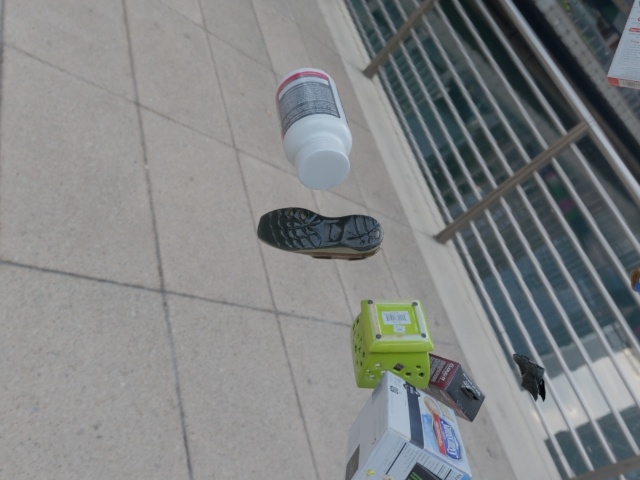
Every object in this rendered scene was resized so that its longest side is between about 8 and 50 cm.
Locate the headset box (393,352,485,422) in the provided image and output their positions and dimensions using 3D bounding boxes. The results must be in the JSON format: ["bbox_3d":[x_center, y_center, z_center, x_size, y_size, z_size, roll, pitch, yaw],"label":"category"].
[{"bbox_3d":[0.401,0.484,1.903,0.110,0.293,0.218,-53,124,-20],"label":"headset box"}]

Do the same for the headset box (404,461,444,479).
[{"bbox_3d":[0.197,0.537,0.892,0.246,0.283,0.131,41,-11,-20],"label":"headset box"}]

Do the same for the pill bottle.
[{"bbox_3d":[-0.016,-0.285,1.442,0.176,0.176,0.319,29,35,-38],"label":"pill bottle"}]

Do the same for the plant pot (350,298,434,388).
[{"bbox_3d":[0.219,0.303,1.718,0.228,0.207,0.227,0,42,-5],"label":"plant pot"}]

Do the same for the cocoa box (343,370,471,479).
[{"bbox_3d":[0.212,0.543,1.442,0.227,0.232,0.347,30,11,1],"label":"cocoa box"}]

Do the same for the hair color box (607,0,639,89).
[{"bbox_3d":[0.606,-0.366,1.033,0.093,0.167,0.053,22,6,31],"label":"hair color box"}]

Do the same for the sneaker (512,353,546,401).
[{"bbox_3d":[0.613,0.403,1.659,0.051,0.089,0.170,8,7,-13],"label":"sneaker"}]

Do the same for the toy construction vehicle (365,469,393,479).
[{"bbox_3d":[0.118,0.509,1.101,0.035,0.086,0.098,-2,84,-24],"label":"toy construction vehicle"}]

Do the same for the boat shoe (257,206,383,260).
[{"bbox_3d":[0.000,0.000,1.435,0.120,0.323,0.123,73,27,-62],"label":"boat shoe"}]

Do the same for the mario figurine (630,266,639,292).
[{"bbox_3d":[1.015,0.133,1.531,0.170,0.198,0.320,57,1,-20],"label":"mario figurine"}]
